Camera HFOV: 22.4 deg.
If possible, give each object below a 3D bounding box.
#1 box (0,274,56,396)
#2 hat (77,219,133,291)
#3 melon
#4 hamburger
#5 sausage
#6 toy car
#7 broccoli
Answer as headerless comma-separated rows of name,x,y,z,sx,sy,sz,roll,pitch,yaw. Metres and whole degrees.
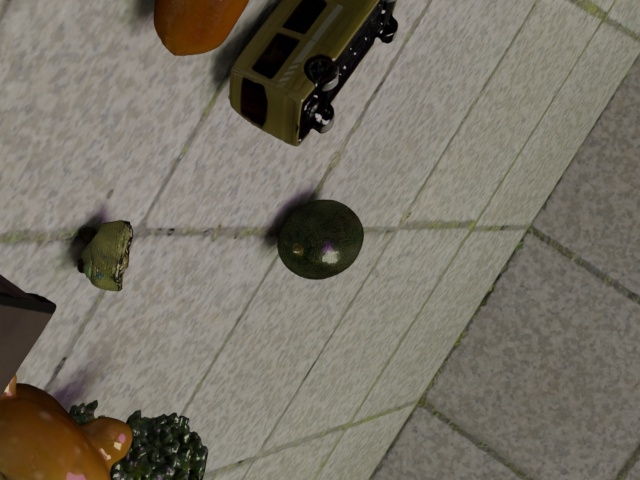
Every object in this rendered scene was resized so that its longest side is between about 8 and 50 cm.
box,-0.391,0.117,1.443,0.252,0.153,0.188,-56,165,3
hat,-0.243,0.016,1.812,0.077,0.059,0.076,111,-14,-66
melon,0.000,0.000,2.340,0.114,0.114,0.167,-62,164,23
hamburger,-0.340,0.249,1.665,0.237,0.276,0.276,-64,165,-11
sausage,-0.094,-0.289,1.588,0.098,0.098,0.238,-19,139,-62
toy car,-0.002,-0.236,1.889,0.257,0.124,0.101,-56,166,-31
broccoli,-0.290,0.330,2.026,0.245,0.288,0.248,140,-52,-70
